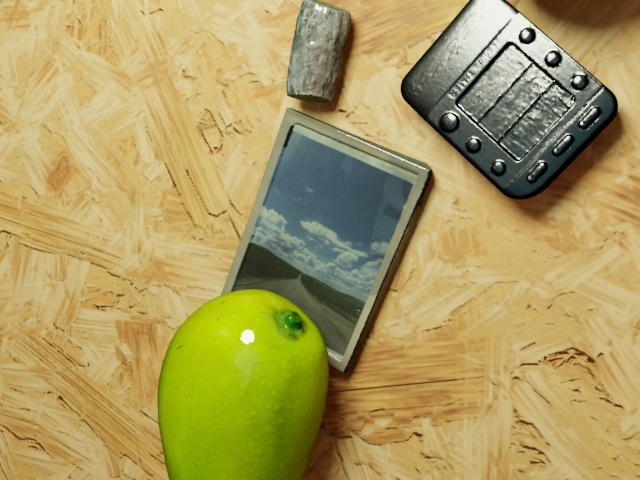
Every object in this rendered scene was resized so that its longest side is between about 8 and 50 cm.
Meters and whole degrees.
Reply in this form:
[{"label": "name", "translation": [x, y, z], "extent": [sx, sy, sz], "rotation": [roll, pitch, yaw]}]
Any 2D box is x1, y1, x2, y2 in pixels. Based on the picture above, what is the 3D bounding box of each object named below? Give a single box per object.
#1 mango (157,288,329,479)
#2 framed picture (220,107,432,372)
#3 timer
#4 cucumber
[{"label": "mango", "translation": [-0.098, 0.211, 0.966], "extent": [0.192, 0.156, 0.342], "rotation": [26, 114, 26]}, {"label": "framed picture", "translation": [0.000, 0.000, 0.977], "extent": [0.189, 0.023, 0.259], "rotation": [27, 105, 19]}, {"label": "timer", "translation": [0.190, -0.145, 0.870], "extent": [0.187, 0.055, 0.144], "rotation": [47, 108, 15]}, {"label": "cucumber", "translation": [-0.006, -0.206, 0.933], "extent": [0.064, 0.064, 0.111], "rotation": [19, 106, 18]}]
